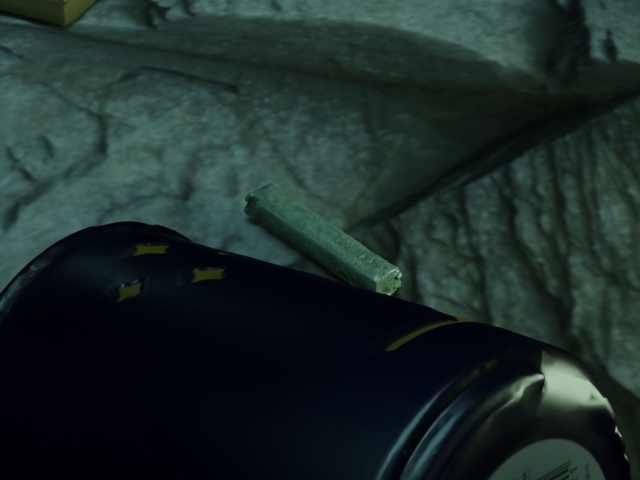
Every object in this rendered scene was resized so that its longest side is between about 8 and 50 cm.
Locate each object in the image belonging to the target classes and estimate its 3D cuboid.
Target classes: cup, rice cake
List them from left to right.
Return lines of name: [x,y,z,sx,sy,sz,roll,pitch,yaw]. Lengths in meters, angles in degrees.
rice cake: [0.000,0.000,1.104,0.022,0.021,0.121,-28,46,-34]
cup: [0.017,0.092,0.801,0.256,0.178,0.255,13,21,43]

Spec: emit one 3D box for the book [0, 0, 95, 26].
book: [-0.200,-0.245,1.421,0.161,0.026,0.231,15,42,23]
